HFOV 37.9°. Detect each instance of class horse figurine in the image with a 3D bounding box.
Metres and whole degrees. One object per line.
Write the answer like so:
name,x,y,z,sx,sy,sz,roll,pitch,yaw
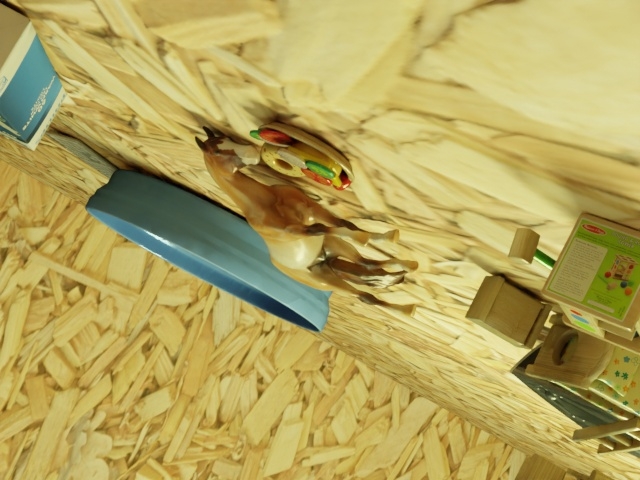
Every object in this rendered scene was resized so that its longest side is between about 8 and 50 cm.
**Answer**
horse figurine,0.000,0.000,0.861,0.174,0.066,0.263,18,165,26

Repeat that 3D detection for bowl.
bowl,-0.154,0.015,1.378,0.391,0.077,0.391,27,171,5

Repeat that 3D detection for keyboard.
keyboard,-0.323,-0.105,1.437,0.072,0.014,0.256,23,171,29

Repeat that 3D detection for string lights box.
string lights box,-0.323,-0.166,0.858,0.133,0.076,0.260,28,172,-5

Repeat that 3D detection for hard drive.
hard drive,0.319,0.183,0.959,0.172,0.054,0.255,20,168,44

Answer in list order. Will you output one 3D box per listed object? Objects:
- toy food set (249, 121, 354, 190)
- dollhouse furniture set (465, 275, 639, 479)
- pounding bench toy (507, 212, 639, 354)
toy food set,-0.013,-0.061,0.684,0.083,0.020,0.082,26,171,20
dollhouse furniture set,0.193,0.141,0.749,0.182,0.161,0.101,29,171,-13
pounding bench toy,0.154,0.021,0.533,0.083,0.052,0.065,23,171,32
